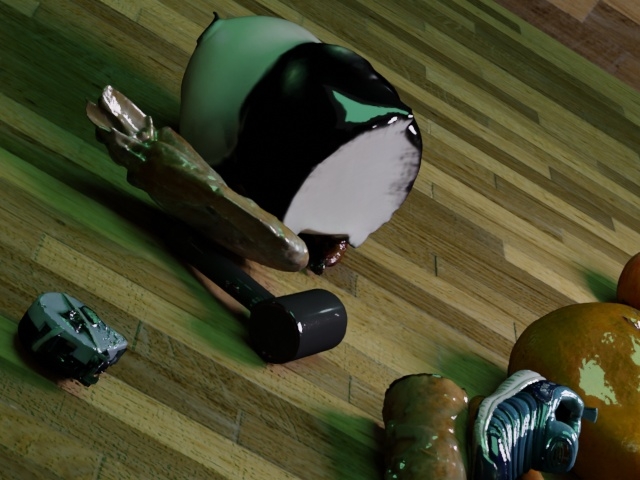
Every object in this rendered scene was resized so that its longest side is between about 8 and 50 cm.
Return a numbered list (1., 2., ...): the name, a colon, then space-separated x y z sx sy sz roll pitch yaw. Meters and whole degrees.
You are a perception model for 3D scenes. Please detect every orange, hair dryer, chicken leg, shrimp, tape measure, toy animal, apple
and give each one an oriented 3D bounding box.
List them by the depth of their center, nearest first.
1. tape measure: -0.233 0.091 1.576 0.094 0.054 0.091 38 17 1
2. hair dryer: -0.088 0.045 1.875 0.248 0.070 0.114 36 22 24
3. shrimp: -0.133 -0.059 1.875 0.317 0.077 0.168 39 -15 -29
4. orange: 0.345 0.180 2.026 0.249 0.183 0.249 30 22 -13
5. toy animal: -0.036 -0.151 2.084 0.251 0.251 0.310 7 32 -48
6. chicken leg: 0.004 0.001 2.097 0.062 0.037 0.145 18 29 -23
7. apple: 0.507 0.082 2.525 0.146 0.146 0.146 29 24 -14

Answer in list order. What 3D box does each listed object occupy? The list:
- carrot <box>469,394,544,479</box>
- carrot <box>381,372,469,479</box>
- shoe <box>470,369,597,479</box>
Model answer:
1. carrot: 0.205 0.243 1.884 0.059 0.059 0.248 23 23 -27
2. carrot: 0.113 0.236 1.720 0.102 0.102 0.263 28 25 -16
3. shoe: 0.221 0.206 1.797 0.106 0.091 0.207 15 26 27
